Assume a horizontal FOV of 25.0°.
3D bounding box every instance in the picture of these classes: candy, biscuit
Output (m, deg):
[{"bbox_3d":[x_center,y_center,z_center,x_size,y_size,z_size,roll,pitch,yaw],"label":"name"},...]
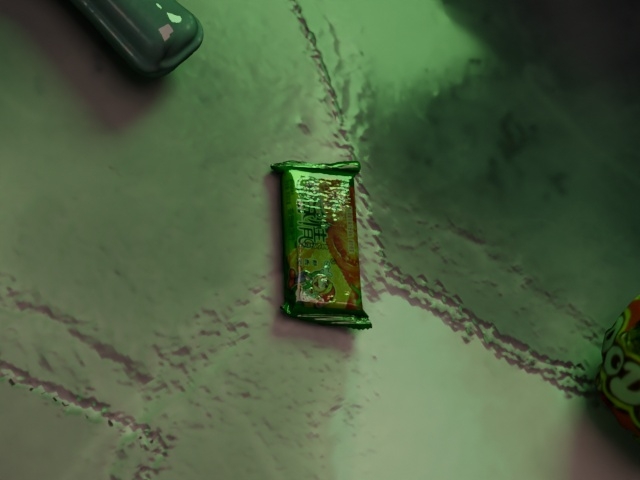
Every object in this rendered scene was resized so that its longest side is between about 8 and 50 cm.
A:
[{"bbox_3d":[0.275,0.083,0.742,0.305,0.083,0.091,10,50,-25],"label":"candy"},{"bbox_3d":[0.000,0.000,0.696,0.046,0.016,0.089,4,69,-18],"label":"biscuit"}]

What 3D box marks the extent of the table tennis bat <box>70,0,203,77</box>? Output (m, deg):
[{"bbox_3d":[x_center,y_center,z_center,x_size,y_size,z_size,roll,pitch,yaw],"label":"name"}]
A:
[{"bbox_3d":[-0.155,-0.167,0.698,0.244,0.040,0.153,42,62,5],"label":"table tennis bat"}]
